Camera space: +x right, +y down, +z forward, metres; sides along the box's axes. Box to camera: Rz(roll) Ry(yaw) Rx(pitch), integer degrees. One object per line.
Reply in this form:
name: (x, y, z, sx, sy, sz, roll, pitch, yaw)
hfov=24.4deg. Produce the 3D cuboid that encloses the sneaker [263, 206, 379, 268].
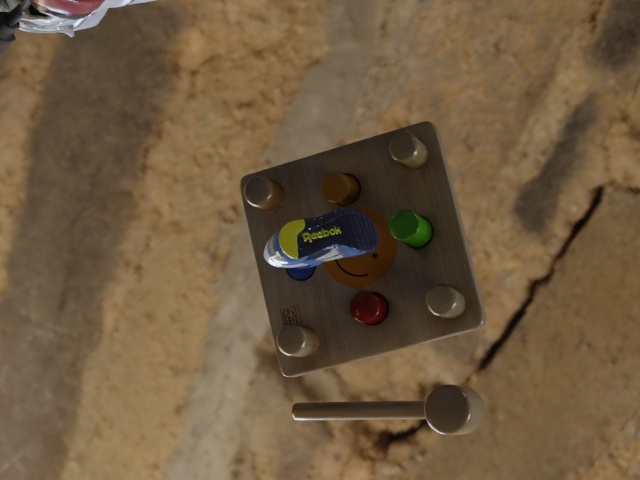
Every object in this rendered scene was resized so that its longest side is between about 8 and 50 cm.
sneaker: (0.000, 0.000, 1.609, 0.059, 0.144, 0.053, -34, -112, 48)

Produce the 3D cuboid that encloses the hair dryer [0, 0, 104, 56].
hair dryer: (-0.234, -0.254, 1.064, 0.293, 0.080, 0.223, -24, -72, 33)

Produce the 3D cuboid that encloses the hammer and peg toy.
hammer and peg toy: (0.051, 0.064, 1.737, 0.266, 0.127, 0.361, -15, -101, 15)

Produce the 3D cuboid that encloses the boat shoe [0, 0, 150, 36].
boat shoe: (-0.293, -0.277, 1.559, 0.367, 0.156, 0.135, 15, -66, 62)
